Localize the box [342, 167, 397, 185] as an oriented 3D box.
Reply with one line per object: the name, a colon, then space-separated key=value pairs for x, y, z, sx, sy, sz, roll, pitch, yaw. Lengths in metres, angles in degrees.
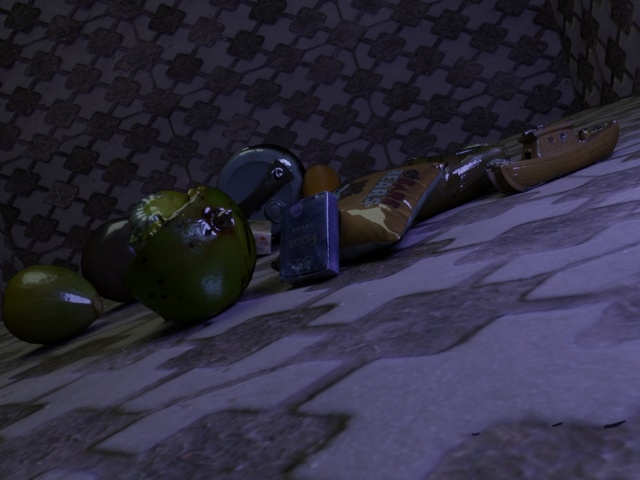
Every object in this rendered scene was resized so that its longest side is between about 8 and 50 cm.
box: x=0.118 y=-0.154 z=1.824 sx=0.367 sy=0.090 sz=0.373 roll=-19 pitch=15 yaw=11

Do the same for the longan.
longan: x=-0.585 y=0.057 z=1.624 sx=0.350 sy=0.288 sz=0.288 roll=-11 pitch=-1 yaw=-44

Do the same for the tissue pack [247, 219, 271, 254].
tissue pack: x=-0.255 y=-0.012 z=1.619 sx=0.196 sy=0.092 sz=0.148 roll=0 pitch=17 yaw=-6

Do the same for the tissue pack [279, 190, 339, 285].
tissue pack: x=-0.020 y=-0.003 z=0.935 sx=0.112 sy=0.156 sz=0.051 roll=-16 pitch=-26 yaw=33

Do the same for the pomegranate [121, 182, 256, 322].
pomegranate: x=-0.258 y=0.043 z=0.979 sx=0.260 sy=0.260 sz=0.340 roll=-25 pitch=-20 yaw=-37

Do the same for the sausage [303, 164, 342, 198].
sausage: x=0.010 y=-0.160 z=1.642 sx=0.134 sy=0.116 sz=0.354 roll=4 pitch=36 yaw=-8

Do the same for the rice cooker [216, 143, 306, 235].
rice cooker: x=-0.209 y=-0.185 z=1.825 sx=0.335 sy=0.335 sz=0.325 roll=-19 pitch=14 yaw=7

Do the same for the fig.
fig: x=-0.691 y=0.167 z=1.318 sx=0.230 sy=0.207 sz=0.207 roll=3 pitch=-3 yaw=-24

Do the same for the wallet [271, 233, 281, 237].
wallet: x=-0.164 y=-0.035 z=1.994 sx=0.335 sy=0.068 sz=0.275 roll=-14 pitch=10 yaw=-5

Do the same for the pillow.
pillow: x=0.083 y=-0.053 z=1.046 sx=0.312 sy=0.119 sz=0.310 roll=-13 pitch=22 yaw=36

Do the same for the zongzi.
zongzi: x=0.312 y=-0.120 z=1.161 sx=0.260 sy=0.123 sz=0.289 roll=-10 pitch=25 yaw=20

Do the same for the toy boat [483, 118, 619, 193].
toy boat: x=0.514 y=-0.200 z=1.114 sx=0.321 sy=0.121 sz=0.089 roll=-21 pitch=1 yaw=-10
